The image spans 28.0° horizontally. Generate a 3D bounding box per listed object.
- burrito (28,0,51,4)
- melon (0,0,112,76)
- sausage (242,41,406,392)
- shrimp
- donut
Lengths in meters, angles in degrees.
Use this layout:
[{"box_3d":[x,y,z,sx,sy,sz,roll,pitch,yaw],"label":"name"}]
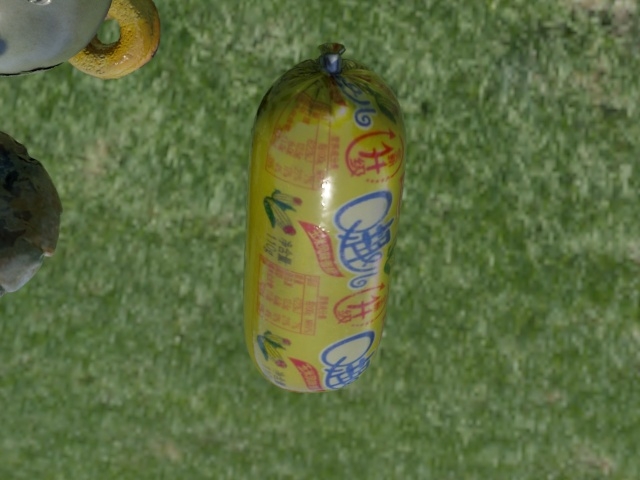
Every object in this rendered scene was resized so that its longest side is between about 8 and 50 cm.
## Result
[{"box_3d":[-0.397,-0.302,1.294,0.275,0.059,0.082,16,136,2],"label":"burrito"},{"box_3d":[-0.404,-0.347,1.669,0.268,0.268,0.330,3,-175,9],"label":"melon"},{"box_3d":[0.000,0.000,1.033,0.123,0.123,0.347,6,129,2],"label":"sausage"},{"box_3d":[-0.436,-0.037,1.281,0.360,0.247,0.085,10,149,-22],"label":"shrimp"},{"box_3d":[-0.309,-0.303,1.849,0.152,0.152,0.058,1,-169,13],"label":"donut"}]
